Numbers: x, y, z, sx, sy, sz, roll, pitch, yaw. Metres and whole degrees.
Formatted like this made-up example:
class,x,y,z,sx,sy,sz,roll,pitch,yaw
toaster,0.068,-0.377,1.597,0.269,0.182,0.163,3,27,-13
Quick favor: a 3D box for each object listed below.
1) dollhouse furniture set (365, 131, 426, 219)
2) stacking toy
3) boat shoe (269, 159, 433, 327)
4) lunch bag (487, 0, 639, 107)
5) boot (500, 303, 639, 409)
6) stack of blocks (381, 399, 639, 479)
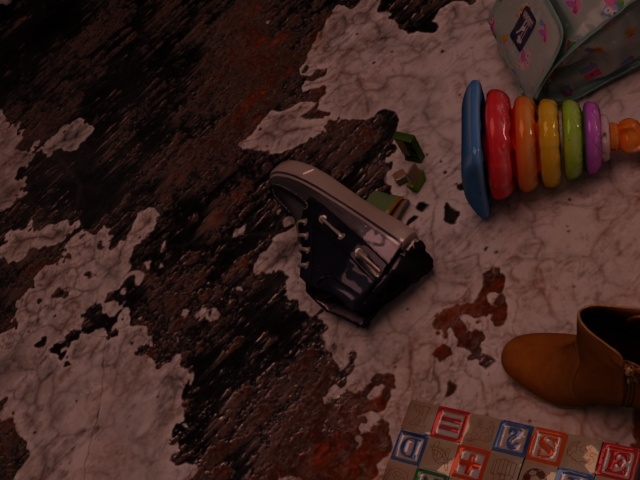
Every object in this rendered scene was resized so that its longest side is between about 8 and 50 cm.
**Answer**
class,x,y,z,sx,sy,sz,roll,pitch,yaw
dollhouse furniture set,0.114,-0.096,1.529,0.076,0.058,0.151,19,69,38
stacking toy,0.357,-0.144,1.378,0.302,0.175,0.165,-3,59,15
boat shoe,0.000,0.000,1.477,0.158,0.127,0.340,-45,48,-16
lunch bag,0.396,-0.351,1.484,0.262,0.160,0.223,-33,50,20
boot,0.326,0.131,1.141,0.295,0.211,0.104,16,67,37
stack of blocks,0.227,0.313,1.152,0.297,0.087,0.171,6,62,33
